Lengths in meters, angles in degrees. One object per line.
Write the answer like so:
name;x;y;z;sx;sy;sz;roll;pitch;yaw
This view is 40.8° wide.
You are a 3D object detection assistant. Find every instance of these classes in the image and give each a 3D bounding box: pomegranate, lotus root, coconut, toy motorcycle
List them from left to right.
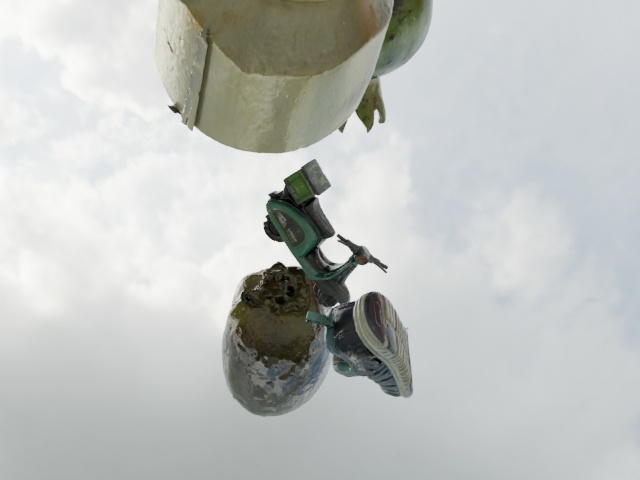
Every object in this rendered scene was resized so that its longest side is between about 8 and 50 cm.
coconut;-0.065;-0.269;1.084;0.322;0.323;0.323;1;-105;-4
lotus root;-0.059;0.153;1.219;0.160;0.275;0.152;2;-125;-4
toy motorcycle;0.000;0.000;1.023;0.100;0.058;0.173;-29;-85;32
pomegranate;0.051;-0.338;1.354;0.260;0.260;0.341;-13;-66;-8

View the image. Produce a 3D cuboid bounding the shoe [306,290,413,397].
shoe;0.042;0.097;0.745;0.071;0.143;0.064;-11;-123;18
